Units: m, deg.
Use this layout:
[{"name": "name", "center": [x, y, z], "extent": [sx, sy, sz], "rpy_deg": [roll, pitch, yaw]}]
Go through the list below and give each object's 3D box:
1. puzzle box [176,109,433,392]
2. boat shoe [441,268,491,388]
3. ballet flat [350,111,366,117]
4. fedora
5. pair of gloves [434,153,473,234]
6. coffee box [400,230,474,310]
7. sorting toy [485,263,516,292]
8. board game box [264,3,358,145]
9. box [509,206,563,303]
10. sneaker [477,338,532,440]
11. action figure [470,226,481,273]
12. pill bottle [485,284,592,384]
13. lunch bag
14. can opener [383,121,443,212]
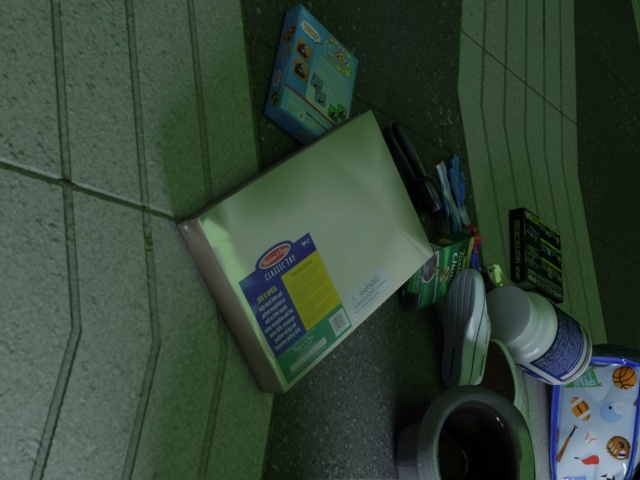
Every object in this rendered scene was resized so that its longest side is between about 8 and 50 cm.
[{"name": "puzzle box", "center": [0.000, 0.000, 1.140], "extent": [0.409, 0.052, 0.272], "rpy_deg": [-37, 108, -42]}, {"name": "boat shoe", "center": [0.274, 0.161, 1.407], "extent": [0.076, 0.083, 0.226], "rpy_deg": [2, 103, -33]}, {"name": "ballet flat", "center": [0.052, -0.149, 1.300], "extent": [0.049, 0.058, 0.173], "rpy_deg": [79, 26, -58]}, {"name": "fedora", "center": [0.228, 0.370, 1.283], "extent": [0.276, 0.124, 0.243], "rpy_deg": [4, 73, -41]}, {"name": "pair of gloves", "center": [0.268, -0.090, 1.523], "extent": [0.198, 0.023, 0.159], "rpy_deg": [-28, 104, -65]}, {"name": "coffee box", "center": [0.217, 0.053, 1.401], "extent": [0.184, 0.040, 0.113], "rpy_deg": [-14, 117, -52]}, {"name": "sorting toy", "center": [0.371, 0.085, 1.616], "extent": [0.083, 0.045, 0.075], "rpy_deg": [0, 72, -50]}, {"name": "board game box", "center": [-0.009, -0.256, 1.255], "extent": [0.160, 0.039, 0.211], "rpy_deg": [35, 55, -40]}, {"name": "box", "center": [0.508, 0.039, 1.793], "extent": [0.191, 0.045, 0.184], "rpy_deg": [25, 58, -43]}, {"name": "sneaker", "center": [0.345, 0.327, 1.476], "extent": [0.123, 0.106, 0.289], "rpy_deg": [-9, 91, -64]}, {"name": "action figure", "center": [0.313, 0.030, 1.559], "extent": [0.038, 0.030, 0.115], "rpy_deg": [-2, 95, -46]}, {"name": "pill bottle", "center": [0.436, 0.193, 1.569], "extent": [0.265, 0.153, 0.153], "rpy_deg": [30, 57, -43]}, {"name": "lunch bag", "center": [0.673, 0.442, 1.731], "extent": [0.328, 0.239, 0.385], "rpy_deg": [8, 89, -50]}, {"name": "can opener", "center": [0.174, -0.136, 1.430], "extent": [0.059, 0.073, 0.186], "rpy_deg": [-28, 91, -43]}]
